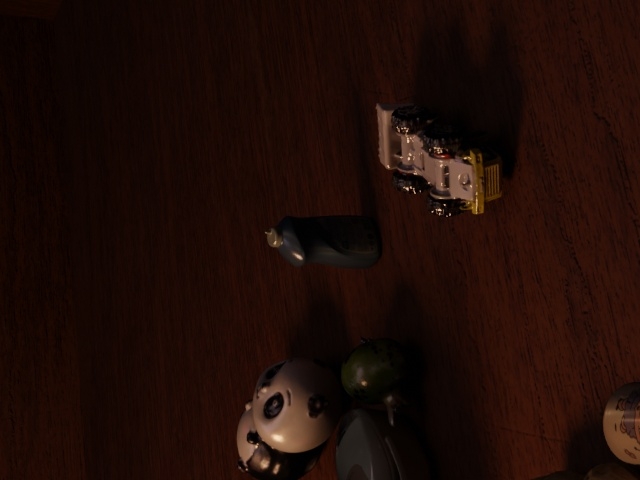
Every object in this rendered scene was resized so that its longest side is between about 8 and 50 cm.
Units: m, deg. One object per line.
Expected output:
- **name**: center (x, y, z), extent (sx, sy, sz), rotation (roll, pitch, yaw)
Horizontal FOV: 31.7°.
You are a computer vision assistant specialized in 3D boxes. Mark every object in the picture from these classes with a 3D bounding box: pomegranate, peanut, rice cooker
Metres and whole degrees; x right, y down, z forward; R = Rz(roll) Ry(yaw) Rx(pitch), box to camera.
- **pomegranate**: center (0.101, 0.229, 1.827), extent (0.161, 0.122, 0.122), rotation (62, 142, 28)
- **peanut**: center (0.327, 0.323, 1.394), extent (0.228, 0.104, 0.086), rotation (-33, 38, 56)
- **rice cooker**: center (0.098, 0.363, 1.817), extent (0.206, 0.127, 0.145), rotation (59, 139, 41)

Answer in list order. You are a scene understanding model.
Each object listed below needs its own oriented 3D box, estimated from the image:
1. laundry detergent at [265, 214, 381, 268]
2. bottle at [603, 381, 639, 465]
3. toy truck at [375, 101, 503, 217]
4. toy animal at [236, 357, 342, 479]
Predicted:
- **laundry detergent**: center (0.000, 0.000, 1.931), extent (0.061, 0.206, 0.097), rotation (-38, 54, 56)
- **bottle**: center (0.417, 0.209, 1.236), extent (0.110, 0.097, 0.209), rotation (60, 153, -9)
- **toy truck**: center (0.175, -0.129, 1.704), extent (0.286, 0.111, 0.136), rotation (-135, 37, -58)
- **toy animal**: center (-0.054, 0.321, 2.067), extent (0.187, 0.165, 0.235), rotation (-92, 19, -47)
